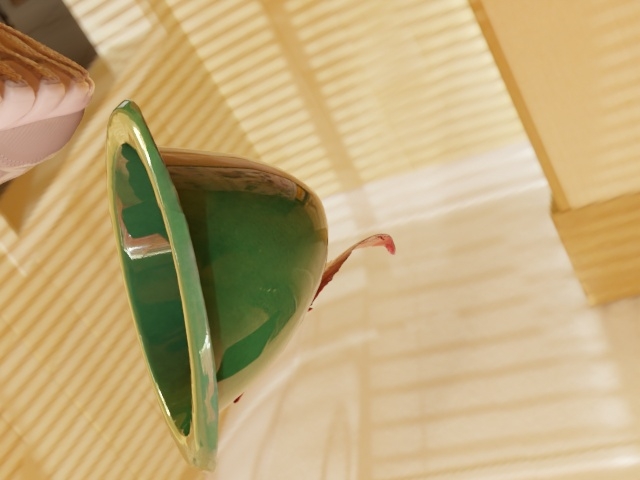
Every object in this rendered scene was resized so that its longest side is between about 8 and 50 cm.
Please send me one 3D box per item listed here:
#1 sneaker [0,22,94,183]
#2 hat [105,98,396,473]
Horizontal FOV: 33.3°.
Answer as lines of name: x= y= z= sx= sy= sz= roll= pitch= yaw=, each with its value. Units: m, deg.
sneaker: x=-0.190 y=-0.009 z=0.349 sx=0.105 sy=0.115 sz=0.281 roll=30 pitch=-146 yaw=20
hat: x=0.000 y=0.000 z=0.535 sx=0.183 sy=0.173 sz=0.208 roll=-11 pitch=-148 yaw=-18
